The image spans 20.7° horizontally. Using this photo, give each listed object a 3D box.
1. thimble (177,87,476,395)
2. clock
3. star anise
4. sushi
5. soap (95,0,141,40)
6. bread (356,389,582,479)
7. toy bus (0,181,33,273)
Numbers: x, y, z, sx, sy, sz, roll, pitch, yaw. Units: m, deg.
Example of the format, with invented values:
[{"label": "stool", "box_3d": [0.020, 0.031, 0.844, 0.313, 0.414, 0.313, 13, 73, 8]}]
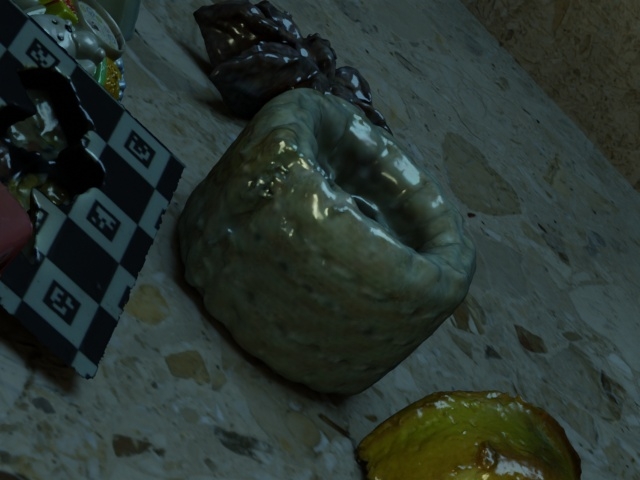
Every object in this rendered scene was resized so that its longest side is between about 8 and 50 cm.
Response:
[{"label": "thimble", "box_3d": [0.000, 0.000, 1.749, 0.291, 0.195, 0.291, 34, 23, -17]}, {"label": "clock", "box_3d": [-0.272, -0.203, 1.728, 0.144, 0.103, 0.231, 34, 24, -50]}, {"label": "star anise", "box_3d": [-0.022, -0.182, 2.144, 0.332, 0.117, 0.331, 40, 17, -14]}, {"label": "sushi", "box_3d": [-0.299, -0.081, 1.500, 0.359, 0.064, 0.343, 44, 31, -18]}, {"label": "soap", "box_3d": [-0.215, -0.371, 1.897, 0.087, 0.265, 0.160, 12, 31, -11]}, {"label": "bread", "box_3d": [0.176, 0.239, 1.716, 0.260, 0.147, 0.160, 36, 20, -24]}, {"label": "toy bus", "box_3d": [-0.398, -0.082, 1.090, 0.427, 0.233, 0.203, 48, 21, 2]}]
